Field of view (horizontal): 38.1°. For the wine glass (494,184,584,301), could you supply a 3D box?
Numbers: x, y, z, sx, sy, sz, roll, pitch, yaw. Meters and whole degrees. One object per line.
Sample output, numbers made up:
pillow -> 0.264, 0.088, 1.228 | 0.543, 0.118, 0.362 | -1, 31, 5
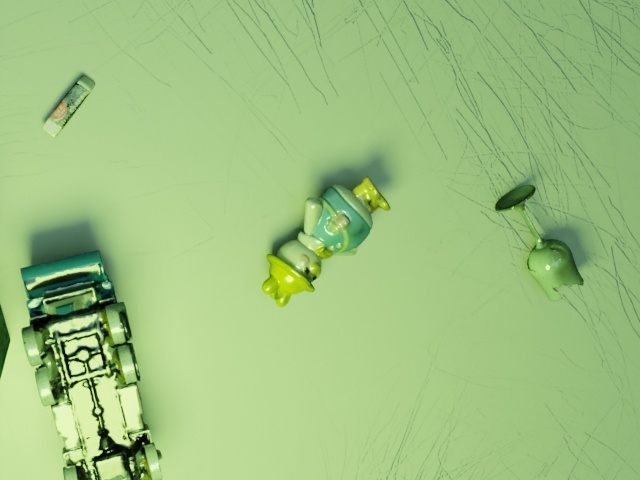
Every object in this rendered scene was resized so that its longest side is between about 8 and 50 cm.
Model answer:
wine glass -> 0.371, 0.007, 1.562 | 0.079, 0.079, 0.196 | -35, 106, -7

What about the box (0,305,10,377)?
box -> -0.488, 0.114, 1.247 | 0.092, 0.245, 0.153 | -15, 103, -12

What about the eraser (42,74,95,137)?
eraser -> -0.365, -0.195, 1.345 | 0.027, 0.019, 0.099 | 38, 89, -19

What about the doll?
doll -> 0.001, 0.001, 1.447 | 0.098, 0.135, 0.241 | 41, 85, 10

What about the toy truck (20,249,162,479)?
toy truck -> -0.331, 0.198, 1.344 | 0.146, 0.175, 0.368 | -12, 103, -12
